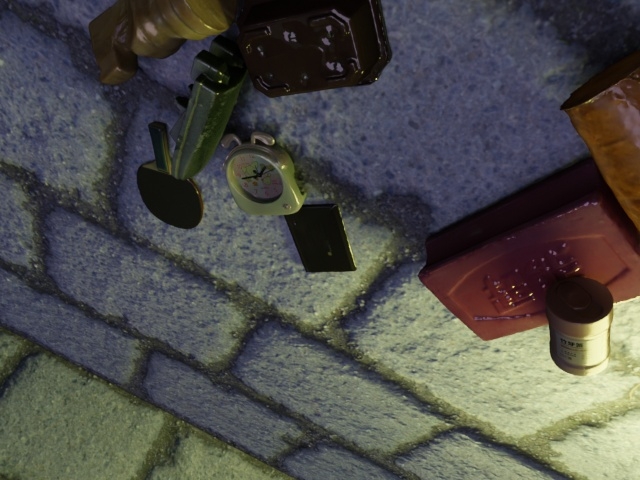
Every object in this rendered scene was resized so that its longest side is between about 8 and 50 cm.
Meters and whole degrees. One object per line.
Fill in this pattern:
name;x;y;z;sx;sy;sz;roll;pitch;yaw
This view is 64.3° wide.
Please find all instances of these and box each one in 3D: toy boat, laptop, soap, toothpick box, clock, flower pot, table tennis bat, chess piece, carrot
toy boat;-0.226;-0.219;0.947;0.092;0.141;0.319;30;136;-7
laptop;0.000;0.000;1.149;0.135;0.016;0.197;-1;131;23
soap;0.389;0.035;0.929;0.233;0.128;0.359;41;136;-17
toothpick box;0.432;0.145;0.851;0.098;0.098;0.149;-2;134;26
clock;-0.120;-0.139;1.035;0.151;0.062;0.191;1;131;24
flower pot;-0.025;-0.308;0.814;0.251;0.084;0.179;0;131;25
table tennis bat;-0.355;-0.138;1.171;0.173;0.022;0.301;16;137;10
chess piece;-0.284;-0.364;0.849;0.301;0.137;0.137;-8;128;35
carrot;0.469;-0.135;0.709;0.254;0.196;0.196;49;133;-5
